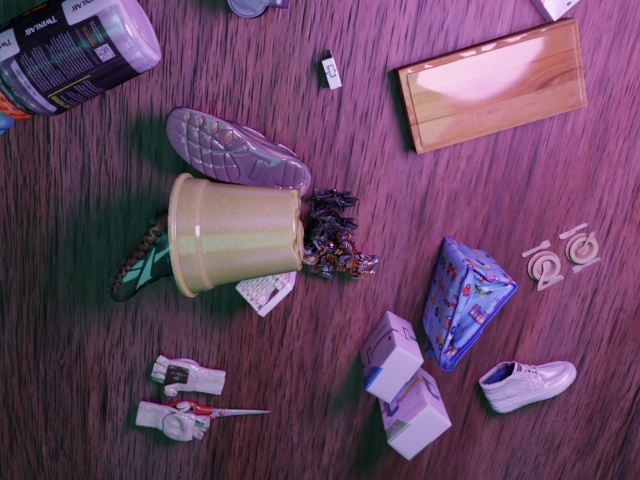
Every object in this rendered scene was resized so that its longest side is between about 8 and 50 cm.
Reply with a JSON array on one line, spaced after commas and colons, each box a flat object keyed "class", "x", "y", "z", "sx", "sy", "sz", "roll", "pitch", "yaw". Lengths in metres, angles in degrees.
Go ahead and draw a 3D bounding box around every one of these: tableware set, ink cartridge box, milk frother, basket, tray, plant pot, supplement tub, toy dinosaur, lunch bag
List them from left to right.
[{"class": "supplement tub", "x": -0.530, "y": -0.397, "z": 1.241, "sx": 0.338, "sy": 0.207, "sz": 0.207, "roll": -24, "pitch": 110, "yaw": 5}, {"class": "plant pot", "x": -0.169, "y": -0.017, "z": 1.294, "sx": 0.254, "sy": 0.276, "sz": 0.276, "roll": -2, "pitch": 110, "yaw": 3}, {"class": "milk frother", "x": -0.135, "y": -0.549, "z": 1.245, "sx": 0.129, "sy": 0.134, "sz": 0.143, "roll": -11, "pitch": 110, "yaw": 0}, {"class": "basket", "x": -0.136, "y": 0.093, "z": 1.468, "sx": 0.103, "sy": 0.167, "sz": 0.113, "roll": 43, "pitch": 102, "yaw": -10}, {"class": "toy dinosaur", "x": 0.000, "y": 0.000, "z": 1.455, "sx": 0.322, "sy": 0.164, "sz": 0.218, "roll": 8, "pitch": 128, "yaw": -28}, {"class": "ink cartridge box", "x": 0.023, "y": -0.394, "z": 1.356, "sx": 0.028, "sy": 0.048, "sz": 0.083, "roll": -18, "pitch": 109, "yaw": 3}, {"class": "ink cartridge box", "x": 0.179, "y": 0.299, "z": 1.538, "sx": 0.086, "sy": 0.203, "sz": 0.148, "roll": 30, "pitch": 106, "yaw": -11}, {"class": "ink cartridge box", "x": 0.248, "y": 0.457, "z": 1.595, "sx": 0.093, "sy": 0.212, "sz": 0.154, "roll": 41, "pitch": 104, "yaw": -12}, {"class": "lunch bag", "x": 0.335, "y": 0.171, "z": 1.489, "sx": 0.138, "sy": 0.221, "sz": 0.293, "roll": 21, "pitch": 108, "yaw": -10}, {"class": "tray", "x": 0.398, "y": -0.358, "z": 1.378, "sx": 0.411, "sy": 0.076, "sz": 0.202, "roll": -16, "pitch": 110, "yaw": 2}, {"class": "ink cartridge box", "x": 0.541, "y": -0.574, "z": 1.315, "sx": 0.135, "sy": 0.056, "sz": 0.099, "roll": -41, "pitch": 106, "yaw": 12}, {"class": "tableware set", "x": 0.646, "y": 0.049, "z": 1.558, "sx": 0.194, "sy": 0.039, "sz": 0.128, "roll": -28, "pitch": 109, "yaw": 7}]

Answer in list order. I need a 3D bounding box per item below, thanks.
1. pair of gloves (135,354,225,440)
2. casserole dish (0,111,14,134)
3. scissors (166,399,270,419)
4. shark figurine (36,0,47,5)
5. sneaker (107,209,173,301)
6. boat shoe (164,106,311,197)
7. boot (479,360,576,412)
[{"class": "pair of gloves", "x": -0.389, "y": 0.442, "z": 1.629, "sx": 0.204, "sy": 0.042, "sz": 0.240, "roll": 21, "pitch": 101, "yaw": -7}, {"class": "casserole dish", "x": -0.776, "y": -0.329, "z": 1.343, "sx": 0.114, "sy": 0.037, "sz": 0.188, "roll": -9, "pitch": 109, "yaw": -1}, {"class": "scissors", "x": -0.299, "y": 0.483, "z": 1.674, "sx": 0.297, "sy": 0.021, "sz": 0.109, "roll": -13, "pitch": 108, "yaw": 3}, {"class": "shark figurine", "x": -0.552, "y": -0.566, "z": 1.230, "sx": 0.278, "sy": 0.116, "sz": 0.166, "roll": -24, "pitch": 111, "yaw": 7}, {"class": "sneaker", "x": -0.419, "y": 0.063, "z": 1.469, "sx": 0.135, "sy": 0.097, "sz": 0.276, "roll": 36, "pitch": 103, "yaw": -8}, {"class": "boat shoe", "x": -0.192, "y": -0.204, "z": 1.374, "sx": 0.355, "sy": 0.130, "sz": 0.132, "roll": 27, "pitch": 110, "yaw": -18}, {"class": "boot", "x": 0.576, "y": 0.383, "z": 1.646, "sx": 0.258, "sy": 0.095, "sz": 0.123, "roll": -30, "pitch": 116, "yaw": 9}]
